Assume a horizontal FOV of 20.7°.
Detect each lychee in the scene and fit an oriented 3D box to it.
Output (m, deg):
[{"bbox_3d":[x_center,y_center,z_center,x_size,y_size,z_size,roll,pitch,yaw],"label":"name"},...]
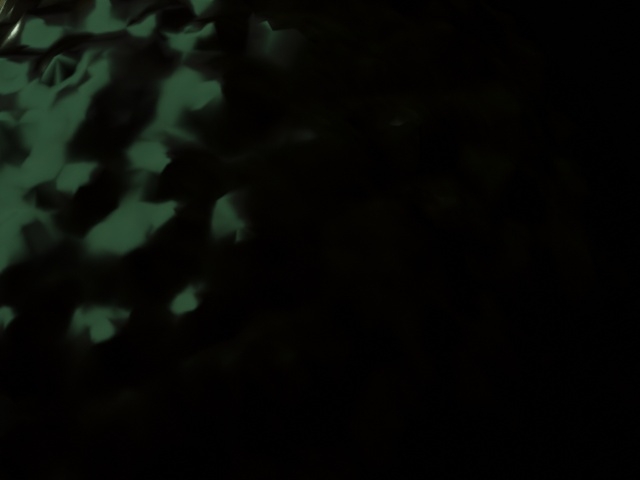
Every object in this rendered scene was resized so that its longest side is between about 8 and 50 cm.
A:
[{"bbox_3d":[-0.022,0.044,0.471,0.260,0.261,0.260,-33,6,4],"label":"lychee"}]

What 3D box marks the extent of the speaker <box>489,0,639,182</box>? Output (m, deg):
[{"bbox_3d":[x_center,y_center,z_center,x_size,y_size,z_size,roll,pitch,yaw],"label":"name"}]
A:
[{"bbox_3d":[0.163,-0.133,1.087,0.232,0.184,0.254,-33,8,9],"label":"speaker"}]
